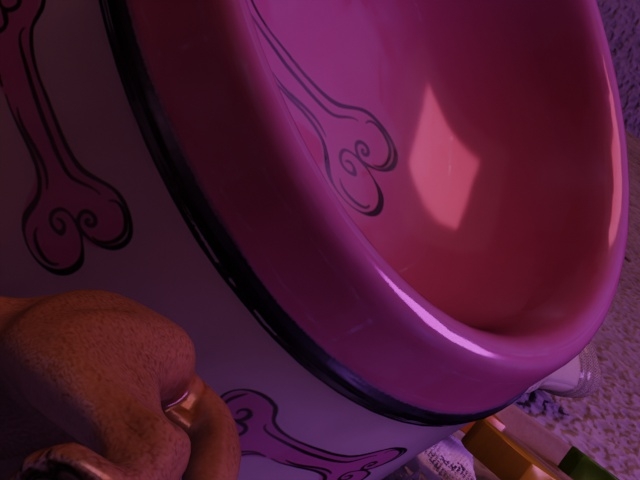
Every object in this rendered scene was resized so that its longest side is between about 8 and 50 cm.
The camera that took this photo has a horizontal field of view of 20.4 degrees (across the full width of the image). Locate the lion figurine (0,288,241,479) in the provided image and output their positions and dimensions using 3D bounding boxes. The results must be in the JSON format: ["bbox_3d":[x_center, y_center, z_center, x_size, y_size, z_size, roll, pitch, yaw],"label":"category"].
[{"bbox_3d":[-0.163,0.039,0.610,0.392,0.142,0.240,25,18,12],"label":"lion figurine"}]

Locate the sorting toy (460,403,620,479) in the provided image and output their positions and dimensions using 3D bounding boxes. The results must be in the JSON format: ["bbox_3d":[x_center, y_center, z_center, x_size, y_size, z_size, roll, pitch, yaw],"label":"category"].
[{"bbox_3d":[0.190,0.170,1.057,0.307,0.041,0.229,36,4,-34],"label":"sorting toy"}]

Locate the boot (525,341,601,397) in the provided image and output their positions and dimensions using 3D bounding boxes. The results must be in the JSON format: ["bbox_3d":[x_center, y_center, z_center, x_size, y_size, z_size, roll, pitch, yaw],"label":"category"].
[{"bbox_3d":[0.112,0.040,1.353,0.213,0.077,0.165,49,21,27],"label":"boot"}]

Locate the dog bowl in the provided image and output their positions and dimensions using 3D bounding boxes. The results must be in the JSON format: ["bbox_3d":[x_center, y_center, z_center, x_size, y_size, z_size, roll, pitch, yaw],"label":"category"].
[{"bbox_3d":[0.000,-0.084,0.826,0.408,0.150,0.408,32,49,-44],"label":"dog bowl"}]

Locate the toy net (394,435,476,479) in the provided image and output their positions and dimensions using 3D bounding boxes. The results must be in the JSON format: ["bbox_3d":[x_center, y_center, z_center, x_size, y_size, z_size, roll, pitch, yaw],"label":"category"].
[{"bbox_3d":[0.109,0.182,1.003,0.232,0.045,0.122,38,18,16],"label":"toy net"}]
